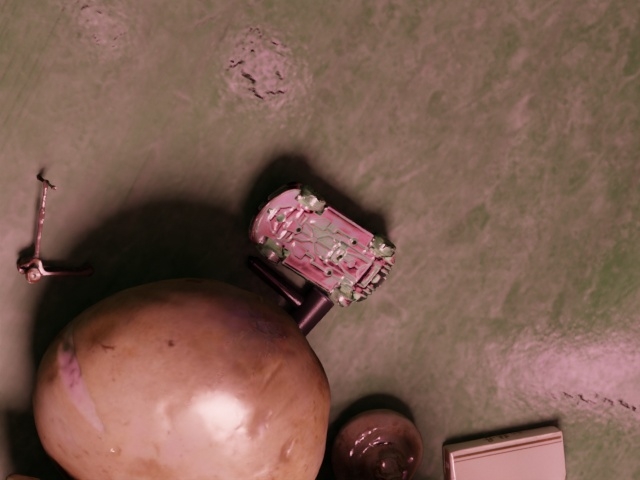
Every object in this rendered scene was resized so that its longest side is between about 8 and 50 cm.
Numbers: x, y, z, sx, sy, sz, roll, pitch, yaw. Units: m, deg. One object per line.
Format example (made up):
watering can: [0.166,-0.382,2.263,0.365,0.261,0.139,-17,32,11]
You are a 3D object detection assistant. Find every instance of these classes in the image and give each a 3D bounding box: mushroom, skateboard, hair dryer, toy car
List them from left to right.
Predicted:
skateboard: [-0.211,-0.009,1.607,0.064,0.032,0.083,-1,107,-27]
mushroom: [-0.113,0.135,1.591,0.255,0.184,0.255,4,141,4]
hair dryer: [-0.032,0.044,1.674,0.083,0.026,0.047,42,90,-19]
toy car: [0.000,0.000,1.656,0.142,0.055,0.069,33,102,-32]
mushroom: [0.052,0.190,1.709,0.085,0.079,0.085,-3,106,-12]

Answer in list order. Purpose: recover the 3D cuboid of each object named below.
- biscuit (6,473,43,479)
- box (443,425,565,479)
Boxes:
biscuit: [-0.190,0.269,1.631,0.265,0.188,0.040,61,40,-44]
box: [0.169,0.270,1.793,0.109,0.029,0.198,-9,108,-14]
